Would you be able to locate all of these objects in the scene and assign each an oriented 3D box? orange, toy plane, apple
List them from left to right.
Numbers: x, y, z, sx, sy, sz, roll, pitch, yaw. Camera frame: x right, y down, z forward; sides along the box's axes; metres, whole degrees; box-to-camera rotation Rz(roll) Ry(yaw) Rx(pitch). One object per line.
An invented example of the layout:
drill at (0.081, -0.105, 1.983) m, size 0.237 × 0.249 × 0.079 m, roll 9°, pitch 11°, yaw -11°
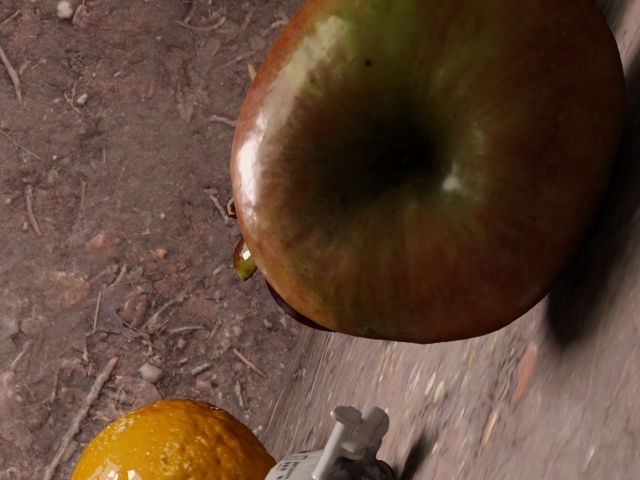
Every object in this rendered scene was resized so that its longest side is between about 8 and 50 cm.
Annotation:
orange at (-0.210, 0.401, 1.956) m, size 0.293 × 0.340 × 0.341 m, roll -38°, pitch -17°, yaw -38°
toy plane at (-0.017, 0.273, 1.331) m, size 0.267 × 0.122 × 0.267 m, roll -52°, pitch -17°, yaw -22°
apple at (0.085, -0.072, 1.029) m, size 0.309 × 0.277 × 0.250 m, roll -42°, pitch -6°, yaw 10°

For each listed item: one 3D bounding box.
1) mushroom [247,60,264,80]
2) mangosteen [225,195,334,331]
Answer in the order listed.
mushroom at (0.076, -0.167, 1.329) m, size 0.292 × 0.290 × 0.293 m, roll 175°, pitch 90°, yaw -85°
mangosteen at (0.000, 0.000, 1.807) m, size 0.228 × 0.265 × 0.228 m, roll -157°, pitch 90°, yaw -89°
